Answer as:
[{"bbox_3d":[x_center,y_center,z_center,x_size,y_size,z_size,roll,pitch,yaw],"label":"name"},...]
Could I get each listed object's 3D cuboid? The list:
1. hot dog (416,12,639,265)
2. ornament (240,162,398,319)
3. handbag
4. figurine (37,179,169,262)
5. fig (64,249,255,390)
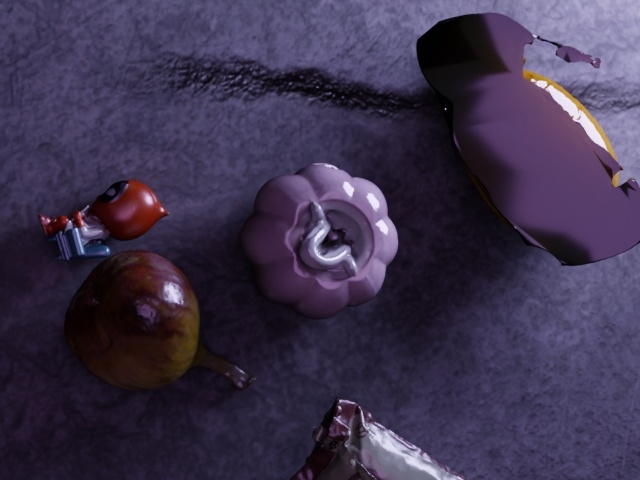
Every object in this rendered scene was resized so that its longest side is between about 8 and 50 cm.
[{"bbox_3d":[0.253,-0.123,2.034,0.194,0.107,0.326,-22,89,4],"label":"hot dog"},{"bbox_3d":[0.001,0.000,1.946,0.177,0.177,0.177,0,88,-13],"label":"ornament"},{"bbox_3d":[0.064,0.314,1.971,0.235,0.127,0.213,33,99,-2],"label":"handbag"},{"bbox_3d":[-0.241,-0.020,1.938,0.140,0.068,0.075,-21,90,-11],"label":"figurine"},{"bbox_3d":[-0.179,0.121,1.919,0.231,0.160,0.143,56,41,-22],"label":"fig"}]
